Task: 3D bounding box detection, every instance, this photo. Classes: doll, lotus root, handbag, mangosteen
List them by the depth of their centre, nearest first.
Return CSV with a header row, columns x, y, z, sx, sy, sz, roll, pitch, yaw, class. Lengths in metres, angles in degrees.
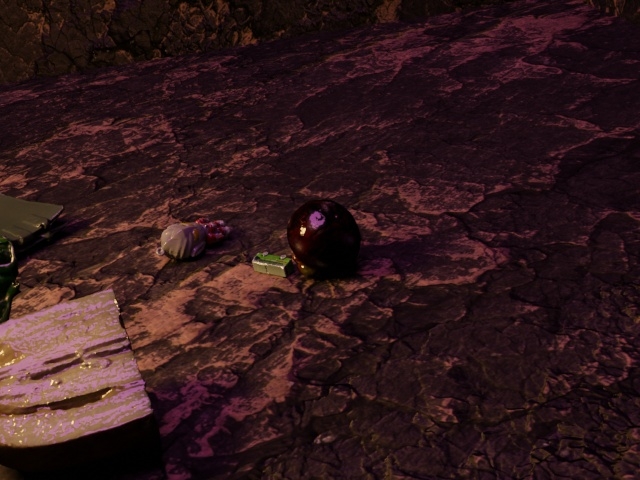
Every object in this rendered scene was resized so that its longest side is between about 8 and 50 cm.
x,y,z,sx,sy,sz,roll,pitch,yaw,class
-0.384,0.238,1.386,0.260,0.149,0.267,-19,44,-13,lotus root
0.000,0.000,1.801,0.152,0.152,0.152,-7,24,3,mangosteen
-0.265,-0.006,1.969,0.180,0.079,0.094,-22,59,-40,doll
-0.728,-0.018,2.124,0.260,0.079,0.247,9,30,32,handbag

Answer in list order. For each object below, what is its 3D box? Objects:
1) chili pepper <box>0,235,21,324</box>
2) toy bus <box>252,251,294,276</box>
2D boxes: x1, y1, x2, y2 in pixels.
x,y,z,sx,sy,sz,roll,pitch,yaw,class
-0.678,0.139,1.621,0.385,0.213,0.167,-34,22,-34,chili pepper
-0.092,0.047,1.841,0.083,0.031,0.037,9,39,33,toy bus
